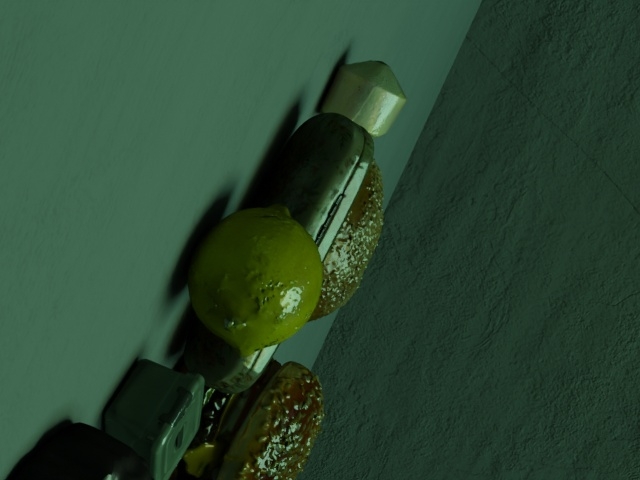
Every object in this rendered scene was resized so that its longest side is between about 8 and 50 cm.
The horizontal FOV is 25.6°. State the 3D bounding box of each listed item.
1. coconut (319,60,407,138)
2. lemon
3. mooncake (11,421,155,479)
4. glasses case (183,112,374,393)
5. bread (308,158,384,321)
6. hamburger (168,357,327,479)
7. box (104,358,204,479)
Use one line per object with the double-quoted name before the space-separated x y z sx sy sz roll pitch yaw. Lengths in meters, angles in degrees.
"coconut" 0.068 -0.220 2.163 0.122 0.116 0.116 -60 173 8
"lemon" -0.081 0.044 1.804 0.173 0.173 0.206 102 11 -61
"mooncake" -0.284 0.347 1.564 0.283 0.141 0.283 24 90 -81
"glasses case" -0.059 0.015 1.972 0.156 0.098 0.425 18 -102 55
"bread" 0.001 -0.003 2.218 0.192 0.171 0.314 -35 150 -82
"hamburger" -0.122 0.281 2.123 0.291 0.225 0.291 -60 169 -20
"box" -0.217 0.232 1.800 0.124 0.092 0.172 -58 170 -32
